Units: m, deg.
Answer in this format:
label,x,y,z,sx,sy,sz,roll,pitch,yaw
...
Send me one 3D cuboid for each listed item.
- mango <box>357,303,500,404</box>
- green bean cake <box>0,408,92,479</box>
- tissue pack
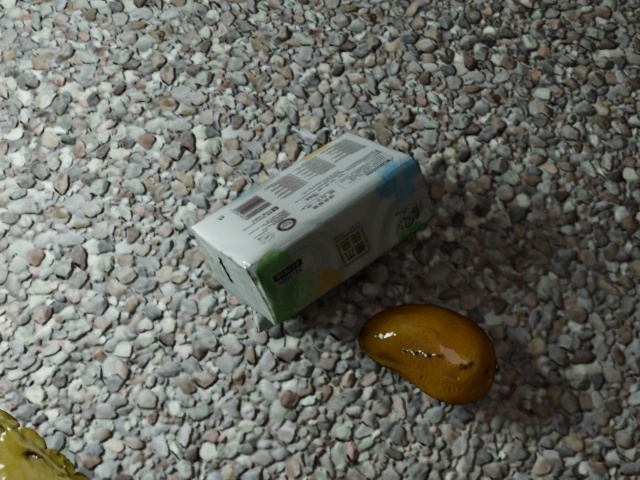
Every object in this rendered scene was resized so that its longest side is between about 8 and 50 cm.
label,x,y,z,sx,sy,sz,roll,pitch,yaw
mango,0.126,0.118,1.149,0.159,0.084,0.105,28,62,8
green bean cake,-0.353,0.294,1.014,0.224,0.131,0.229,38,66,9
tissue pack,0.000,0.000,1.165,0.229,0.145,0.159,-34,30,-17
